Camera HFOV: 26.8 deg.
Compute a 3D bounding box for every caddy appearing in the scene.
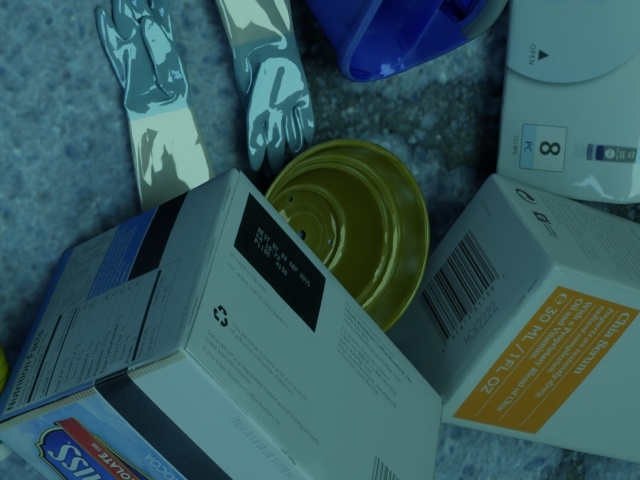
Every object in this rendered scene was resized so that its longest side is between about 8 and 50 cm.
[{"bbox_3d":[0.115,-0.280,1.272,0.241,0.341,0.179,-28,76,-26],"label":"caddy"}]

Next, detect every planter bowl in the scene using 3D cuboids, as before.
[{"bbox_3d":[0.000,0.000,1.381,0.217,0.090,0.217,-6,102,-33],"label":"planter bowl"}]

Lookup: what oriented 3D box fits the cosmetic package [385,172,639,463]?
[{"bbox_3d":[0.323,0.109,1.516,0.453,0.161,0.230,15,122,-34],"label":"cosmetic package"}]

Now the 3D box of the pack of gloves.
[{"bbox_3d":[-0.113,-0.162,1.323,0.195,0.046,0.232,-16,104,-18],"label":"pack of gloves"}]

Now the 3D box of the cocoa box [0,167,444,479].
[{"bbox_3d":[-0.080,0.157,1.227,0.347,0.228,0.231,49,34,-29],"label":"cocoa box"}]

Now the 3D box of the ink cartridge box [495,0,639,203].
[{"bbox_3d":[0.392,-0.189,1.449,0.091,0.384,0.308,-11,107,-68],"label":"ink cartridge box"}]

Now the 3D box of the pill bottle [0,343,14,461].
[{"bbox_3d":[-0.338,0.093,1.161,0.117,0.117,0.208,-24,111,-27],"label":"pill bottle"}]
